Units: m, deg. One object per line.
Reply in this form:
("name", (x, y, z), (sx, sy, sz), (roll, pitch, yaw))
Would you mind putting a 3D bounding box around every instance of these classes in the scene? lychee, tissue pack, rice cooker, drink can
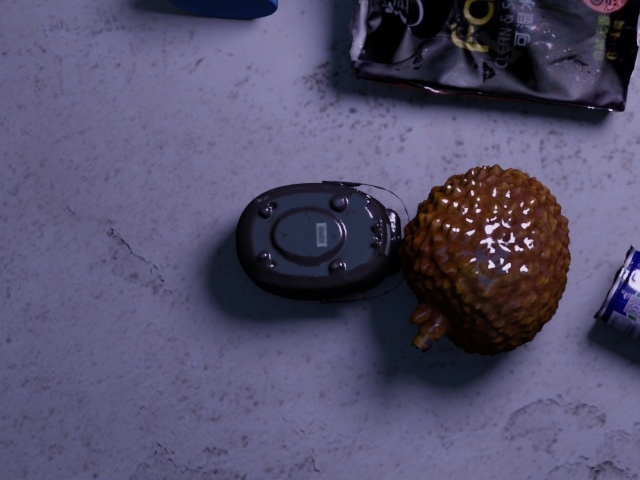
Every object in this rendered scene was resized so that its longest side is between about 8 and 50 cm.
("lychee", (0.179, 0.029, 1.838), (0.200, 0.200, 0.238), (38, 71, 9))
("tissue pack", (0.202, -0.279, 1.884), (0.332, 0.123, 0.245), (9, 105, 6))
("rice cooker", (0.001, 0.000, 1.898), (0.203, 0.118, 0.142), (-3, 82, 9))
("drink can", (0.429, 0.099, 1.850), (0.235, 0.097, 0.097), (27, 87, 9))

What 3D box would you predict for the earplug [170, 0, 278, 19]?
("earplug", (-0.099, -0.409, 1.956), (0.132, 0.132, 0.273), (6, 81, 7))
